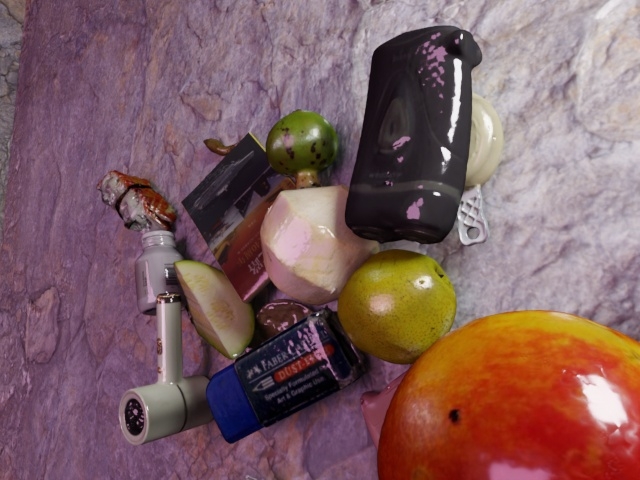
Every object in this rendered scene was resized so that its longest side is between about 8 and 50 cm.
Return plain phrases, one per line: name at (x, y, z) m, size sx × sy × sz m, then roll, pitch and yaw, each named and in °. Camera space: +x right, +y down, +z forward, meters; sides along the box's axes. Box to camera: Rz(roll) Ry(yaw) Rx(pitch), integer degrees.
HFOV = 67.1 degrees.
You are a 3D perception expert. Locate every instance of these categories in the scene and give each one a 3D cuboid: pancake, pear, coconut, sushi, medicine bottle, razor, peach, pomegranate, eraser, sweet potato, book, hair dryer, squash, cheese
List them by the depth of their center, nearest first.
peach at (0.250, 0.273, 0.579) m, size 0.389 × 0.388 × 0.387 m, roll -7°, pitch 78°, yaw 39°
razor at (0.149, -0.166, 0.796) m, size 0.205 × 0.114 × 0.348 m, roll 7°, pitch 85°, yaw 46°
pear at (0.132, 0.111, 0.818) m, size 0.198 × 0.198 × 0.198 m, roll -7°, pitch 78°, yaw 39°
cheese at (0.256, -0.126, 0.820) m, size 0.163 × 0.071 × 0.248 m, roll -40°, pitch 59°, yaw 30°
coconut at (0.000, 0.000, 0.924) m, size 0.236 × 0.237 × 0.197 m, roll -63°, pitch 15°, yaw 13°
eraser at (-0.078, 0.268, 0.960) m, size 0.332 × 0.102 × 0.154 m, roll -34°, pitch 76°, yaw 21°
pomegranate at (-0.034, -0.172, 1.036) m, size 0.156 × 0.156 × 0.220 m, roll -2°, pitch 106°, yaw 40°
pancake at (-0.062, 0.246, 1.044) m, size 0.242 × 0.050 × 0.241 m, roll -1°, pitch 88°, yaw 30°
squash at (-0.233, 0.137, 1.114) m, size 0.289 × 0.111 × 0.202 m, roll 1°, pitch 108°, yaw 61°
book at (-0.175, -0.068, 1.161) m, size 0.262 × 0.028 × 0.374 m, roll -44°, pitch 56°, yaw 7°
hair dryer at (-0.368, 0.285, 1.170) m, size 0.128 × 0.203 × 0.361 m, roll -7°, pitch 84°, yaw 39°
sweet potato at (-0.273, -0.252, 1.304) m, size 0.153 × 0.038 × 0.041 m, roll 18°, pitch 117°, yaw 38°
medicine bottle at (-0.436, 0.087, 1.320) m, size 0.135 × 0.135 × 0.215 m, roll -24°, pitch 68°, yaw 35°
sushi at (-0.561, -0.112, 1.463) m, size 0.332 × 0.124 × 0.129 m, roll 40°, pitch 101°, yaw 34°

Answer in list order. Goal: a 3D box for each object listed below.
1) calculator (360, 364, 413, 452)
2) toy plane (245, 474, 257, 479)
calculator at (0.202, 0.359, 0.805) m, size 0.220 × 0.048 × 0.329 m, roll -48°, pitch 59°, yaw 22°
toy plane at (-0.105, 0.569, 1.005) m, size 0.234 × 0.082 × 0.159 m, roll 7°, pitch 114°, yaw 41°
